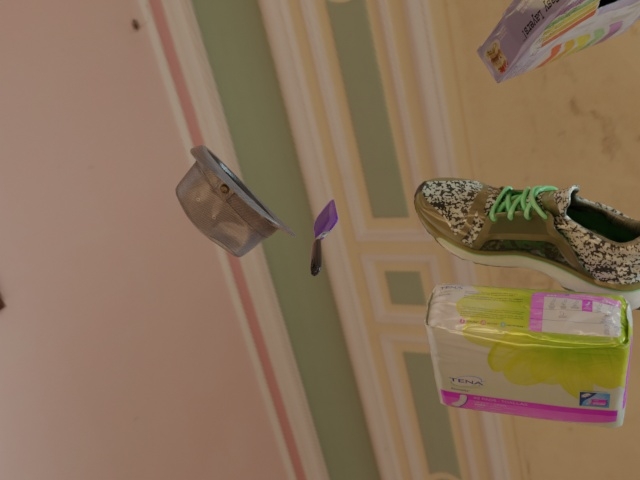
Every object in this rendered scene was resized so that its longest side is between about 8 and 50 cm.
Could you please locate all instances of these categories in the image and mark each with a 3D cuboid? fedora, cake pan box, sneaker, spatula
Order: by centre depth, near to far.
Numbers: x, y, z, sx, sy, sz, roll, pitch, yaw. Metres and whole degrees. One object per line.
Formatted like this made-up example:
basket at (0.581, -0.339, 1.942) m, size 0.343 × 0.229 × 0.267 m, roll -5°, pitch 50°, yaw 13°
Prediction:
cake pan box at (0.370, -0.332, 0.974) m, size 0.070 × 0.246 × 0.267 m, roll 62°, pitch -17°, yaw 9°
sneaker at (0.350, -0.043, 1.157) m, size 0.410 × 0.158 × 0.182 m, roll 20°, pitch -35°, yaw 17°
fedora at (-0.189, -0.061, 1.475) m, size 0.124 × 0.244 × 0.275 m, roll -45°, pitch -85°, yaw 2°
spatula at (0.000, 0.000, 1.563) m, size 0.030 × 0.296 × 0.084 m, roll 36°, pitch -66°, yaw -10°

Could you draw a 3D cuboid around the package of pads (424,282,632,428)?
package of pads at (0.317, 0.175, 1.127) m, size 0.297 × 0.101 × 0.229 m, roll 2°, pitch -45°, yaw 20°
